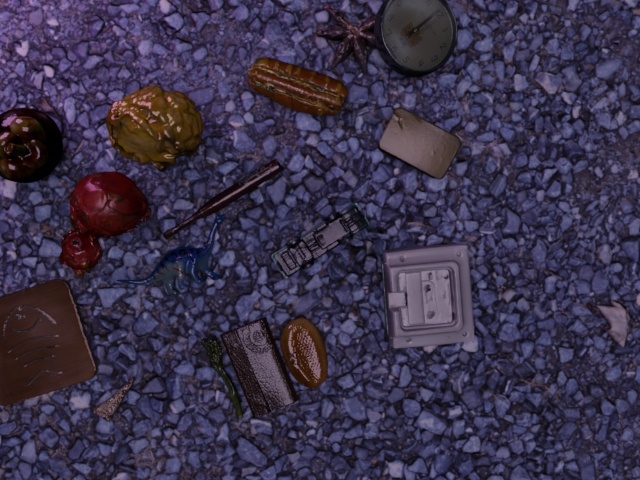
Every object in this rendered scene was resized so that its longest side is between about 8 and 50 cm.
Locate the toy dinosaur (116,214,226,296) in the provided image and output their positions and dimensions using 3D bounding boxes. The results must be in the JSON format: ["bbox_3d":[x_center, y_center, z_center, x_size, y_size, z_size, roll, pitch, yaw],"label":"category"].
[{"bbox_3d":[-0.356,0.074,1.957,0.329,0.076,0.144,-33,86,-2],"label":"toy dinosaur"}]

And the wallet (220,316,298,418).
[{"bbox_3d":[-0.162,0.338,1.988,0.133,0.039,0.243,-21,93,-1],"label":"wallet"}]

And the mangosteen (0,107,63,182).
[{"bbox_3d":[-0.735,-0.234,1.858,0.194,0.230,0.194,-4,102,-22],"label":"mangosteen"}]

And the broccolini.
[{"bbox_3d":[-0.254,0.362,1.990,0.054,0.051,0.239,-15,101,43],"label":"broccolini"}]

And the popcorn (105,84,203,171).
[{"bbox_3d":[-0.408,-0.279,1.873,0.250,0.250,0.189,17,75,-2],"label":"popcorn"}]

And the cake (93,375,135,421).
[{"bbox_3d":[-0.531,0.420,1.977,0.140,0.051,0.055,-41,92,2],"label":"cake"}]

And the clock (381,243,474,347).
[{"bbox_3d":[0.283,0.147,1.954,0.231,0.116,0.262,-4,93,-2],"label":"clock"}]

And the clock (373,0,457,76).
[{"bbox_3d":[0.247,-0.535,1.924,0.226,0.049,0.225,-2,95,-18],"label":"clock"}]

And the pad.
[{"bbox_3d":[-0.762,0.269,1.982,0.287,0.018,0.283,-18,93,-1],"label":"pad"}]

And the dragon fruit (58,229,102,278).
[{"bbox_3d":[-0.629,0.026,1.951,0.112,0.068,0.126,37,90,-2],"label":"dragon fruit"}]

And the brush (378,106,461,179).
[{"bbox_3d":[0.256,-0.252,1.964,0.197,0.059,0.123,27,88,-3],"label":"brush"}]

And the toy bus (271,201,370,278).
[{"bbox_3d":[0.000,0.000,1.944,0.262,0.109,0.091,-31,91,-2],"label":"toy bus"}]

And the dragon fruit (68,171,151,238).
[{"bbox_3d":[-0.540,-0.092,1.902,0.210,0.172,0.172,-10,93,-11],"label":"dragon fruit"}]

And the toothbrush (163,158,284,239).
[{"bbox_3d":[-0.257,-0.105,1.967,0.364,0.041,0.040,-32,93,0],"label":"toothbrush"}]

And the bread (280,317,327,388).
[{"bbox_3d":[-0.043,0.295,1.972,0.114,0.077,0.189,-17,92,-21],"label":"bread"}]

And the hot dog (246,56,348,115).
[{"bbox_3d":[-0.062,-0.396,1.947,0.269,0.072,0.115,15,100,-2],"label":"hot dog"}]

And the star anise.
[{"bbox_3d":[0.092,-0.524,1.947,0.208,0.063,0.171,9,94,-2],"label":"star anise"}]
